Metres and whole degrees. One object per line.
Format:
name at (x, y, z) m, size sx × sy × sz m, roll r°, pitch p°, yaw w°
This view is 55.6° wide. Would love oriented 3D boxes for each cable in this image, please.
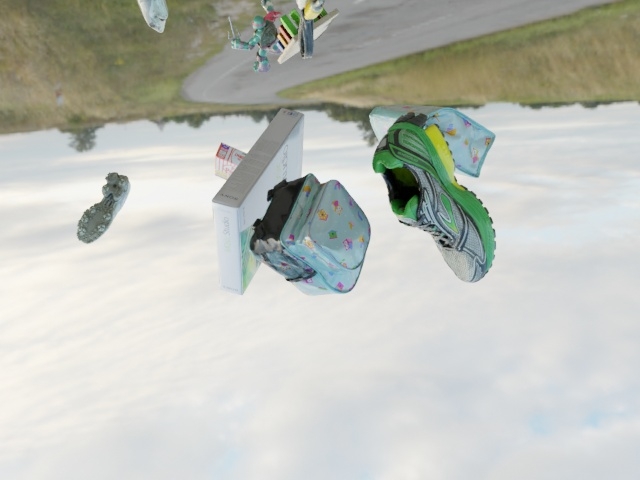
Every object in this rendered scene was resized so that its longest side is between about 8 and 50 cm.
cable at (-0.045, -0.537, 1.421) m, size 0.072 × 0.139 × 0.287 m, roll -21°, pitch 172°, yaw -16°

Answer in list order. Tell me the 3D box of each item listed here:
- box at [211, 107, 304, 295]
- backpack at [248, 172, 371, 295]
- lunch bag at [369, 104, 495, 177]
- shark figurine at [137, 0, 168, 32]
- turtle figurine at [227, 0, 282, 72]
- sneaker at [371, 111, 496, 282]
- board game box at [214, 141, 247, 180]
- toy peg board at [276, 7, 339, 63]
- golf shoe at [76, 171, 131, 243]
box at (-0.115, -0.081, 1.205) m, size 0.059 × 0.232 × 0.322 m, roll 17°, pitch -134°, yaw 12°
backpack at (0.000, 0.000, 0.997) m, size 0.144 × 0.188 × 0.165 m, roll -9°, pitch -133°, yaw 34°
lunch bag at (0.280, -0.273, 1.580) m, size 0.262 × 0.160 × 0.223 m, roll 16°, pitch -173°, yaw -37°
shark figurine at (-0.304, -0.534, 1.069) m, size 0.116 × 0.278 × 0.166 m, roll 19°, pitch -176°, yaw 15°
turtle figurine at (-0.179, -0.606, 1.787) m, size 0.175 × 0.118 × 0.234 m, roll -42°, pitch 159°, yaw -8°
sneaker at (0.198, -0.053, 1.117) m, size 0.146 × 0.343 × 0.134 m, roll -46°, pitch -160°, yaw -29°
board game box at (-0.222, -0.200, 1.709) m, size 0.147 × 0.045 × 0.193 m, roll 22°, pitch 167°, yaw -5°
toy peg board at (-0.054, -0.588, 1.674) m, size 0.161 × 0.079 × 0.161 m, roll -39°, pitch -172°, yaw -18°
golf shoe at (-0.477, -0.065, 1.367) m, size 0.069 × 0.176 × 0.086 m, roll 30°, pitch 171°, yaw 6°
